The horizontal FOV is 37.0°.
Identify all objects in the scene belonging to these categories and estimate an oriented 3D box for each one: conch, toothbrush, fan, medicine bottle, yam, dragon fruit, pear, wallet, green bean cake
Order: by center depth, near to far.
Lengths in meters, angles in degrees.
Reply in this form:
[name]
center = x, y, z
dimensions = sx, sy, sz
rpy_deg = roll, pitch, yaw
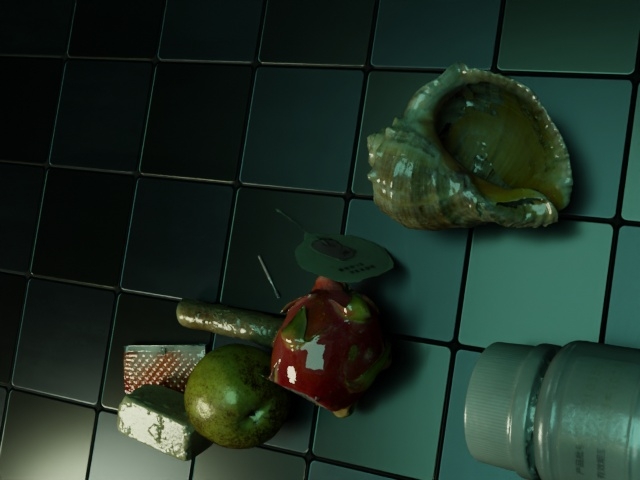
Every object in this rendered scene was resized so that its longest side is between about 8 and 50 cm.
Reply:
[medicine bottle]
center = 0.402, 0.276, 1.485
dimensions = 0.306, 0.245, 0.245
rpy_deg = 6, 86, 33
[conch]
center = 0.254, -0.143, 1.643
dimensions = 0.352, 0.210, 0.297
rpy_deg = 20, 101, 2
[dragon fruit]
center = 0.018, 0.186, 1.693
dimensions = 0.224, 0.224, 0.227
rpy_deg = 29, 75, 25
[pear]
center = -0.146, 0.287, 1.764
dimensions = 0.197, 0.197, 0.197
rpy_deg = -3, 82, 25
[fan]
center = 0.000, -0.001, 1.783
dimensions = 0.310, 0.182, 0.010
rpy_deg = 35, 129, 44
[yam]
center = -0.152, 0.163, 1.861
dimensions = 0.300, 0.066, 0.066
rpy_deg = 11, 88, 26
[green bean cake]
center = -0.297, 0.351, 1.869
dimensions = 0.179, 0.109, 0.085
rpy_deg = 19, 109, 25
[toothbrush]
center = -0.102, 0.070, 1.879
dimensions = 0.006, 0.008, 0.097
rpy_deg = -28, 71, 5
[wallet]
center = -0.317, 0.263, 1.947
dimensions = 0.196, 0.020, 0.103
rpy_deg = -3, 85, 24
